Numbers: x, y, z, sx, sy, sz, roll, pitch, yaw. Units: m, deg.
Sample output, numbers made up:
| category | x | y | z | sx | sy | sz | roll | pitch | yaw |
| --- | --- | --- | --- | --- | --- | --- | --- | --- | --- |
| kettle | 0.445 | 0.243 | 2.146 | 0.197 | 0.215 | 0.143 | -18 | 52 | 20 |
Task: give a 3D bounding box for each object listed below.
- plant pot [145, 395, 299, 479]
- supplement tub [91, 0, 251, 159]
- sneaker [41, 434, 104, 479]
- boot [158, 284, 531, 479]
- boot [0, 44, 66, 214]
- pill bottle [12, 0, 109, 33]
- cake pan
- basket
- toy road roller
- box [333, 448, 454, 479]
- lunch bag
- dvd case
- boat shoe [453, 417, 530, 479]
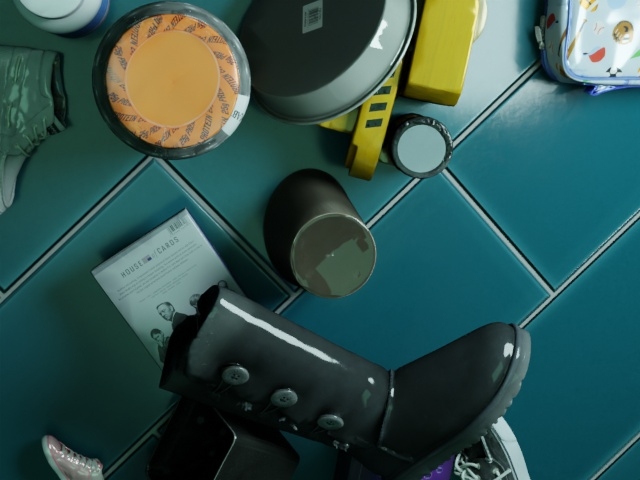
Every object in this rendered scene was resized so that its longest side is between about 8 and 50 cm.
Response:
| category | x | y | z | sx | sy | sz | roll | pitch | yaw |
| --- | --- | --- | --- | --- | --- | --- | --- | --- | --- |
| plant pot | -0.150 | 0.361 | 1.412 | 0.167 | 0.188 | 0.187 | 21 | 99 | -37 |
| supplement tub | -0.207 | -0.223 | 1.211 | 0.207 | 0.338 | 0.207 | -2 | 101 | -10 |
| sneaker | -0.405 | 0.368 | 1.438 | 0.070 | 0.051 | 0.134 | -26 | 107 | -6 |
| boot | 0.028 | 0.173 | 1.278 | 0.445 | 0.146 | 0.367 | 29 | 120 | -12 |
| boot | -0.448 | -0.164 | 1.304 | 0.123 | 0.095 | 0.258 | 2 | 99 | -3 |
| pill bottle | -0.366 | -0.352 | 1.218 | 0.124 | 0.221 | 0.124 | -2 | 101 | -10 |
| cake pan | -0.002 | -0.311 | 1.269 | 0.293 | 0.293 | 0.054 | -53 | 142 | 3 |
| basket | 0.000 | 0.000 | 1.347 | 0.154 | 0.227 | 0.204 | -1 | 100 | -10 |
| toy road roller | 0.101 | -0.255 | 1.335 | 0.241 | 0.202 | 0.329 | 14 | 100 | -1 |
| box | 0.119 | 0.436 | 1.517 | 0.184 | 0.103 | 0.261 | 8 | 99 | -9 |
| lunch bag | 0.507 | -0.364 | 1.427 | 0.303 | 0.115 | 0.243 | -2 | 103 | -10 |
| dvd case | -0.218 | 0.094 | 1.362 | 0.179 | 0.029 | 0.238 | -33 | 101 | -1 |
| boat shoe | 0.293 | 0.405 | 1.535 | 0.105 | 0.113 | 0.306 | -31 | 114 | -18 |
